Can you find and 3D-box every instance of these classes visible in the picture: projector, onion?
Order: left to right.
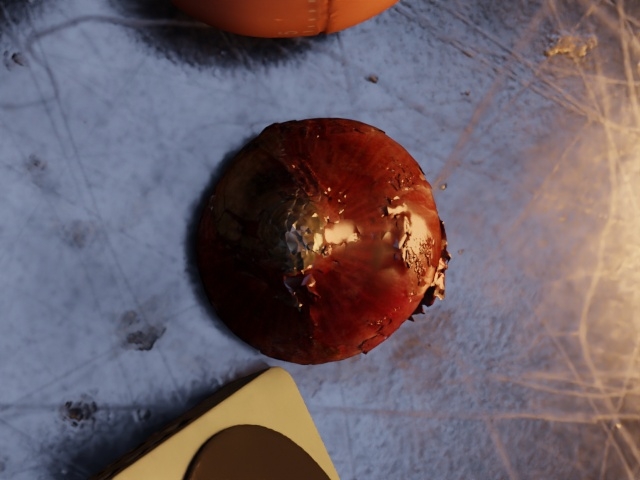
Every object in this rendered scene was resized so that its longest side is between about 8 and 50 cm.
[{"bbox_3d":[-0.051,0.243,1.308,0.079,0.257,0.259,-22,94,29],"label":"projector"},{"bbox_3d":[0.000,0.000,1.358,0.184,0.147,0.184,0,89,4],"label":"onion"}]

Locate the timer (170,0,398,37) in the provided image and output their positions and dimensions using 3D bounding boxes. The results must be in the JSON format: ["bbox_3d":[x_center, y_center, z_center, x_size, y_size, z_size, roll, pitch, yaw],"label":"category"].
[{"bbox_3d":[-0.026,-0.252,1.316,0.214,0.229,0.230,-2,89,-2],"label":"timer"}]
